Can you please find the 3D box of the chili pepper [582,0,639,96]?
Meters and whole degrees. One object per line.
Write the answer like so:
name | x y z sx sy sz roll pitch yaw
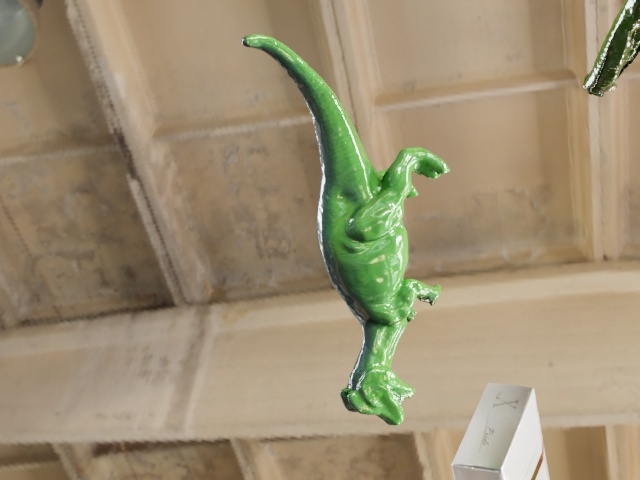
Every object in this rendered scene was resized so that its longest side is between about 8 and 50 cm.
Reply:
chili pepper | 0.433 -0.333 1.366 0.076 0.085 0.359 42 -31 22

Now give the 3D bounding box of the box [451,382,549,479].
box | 0.131 0.185 0.709 0.040 0.084 0.154 2 -57 31

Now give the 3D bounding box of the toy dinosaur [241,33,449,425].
toy dinosaur | 0.000 0.000 1.416 0.500 0.374 0.144 33 -17 -33
